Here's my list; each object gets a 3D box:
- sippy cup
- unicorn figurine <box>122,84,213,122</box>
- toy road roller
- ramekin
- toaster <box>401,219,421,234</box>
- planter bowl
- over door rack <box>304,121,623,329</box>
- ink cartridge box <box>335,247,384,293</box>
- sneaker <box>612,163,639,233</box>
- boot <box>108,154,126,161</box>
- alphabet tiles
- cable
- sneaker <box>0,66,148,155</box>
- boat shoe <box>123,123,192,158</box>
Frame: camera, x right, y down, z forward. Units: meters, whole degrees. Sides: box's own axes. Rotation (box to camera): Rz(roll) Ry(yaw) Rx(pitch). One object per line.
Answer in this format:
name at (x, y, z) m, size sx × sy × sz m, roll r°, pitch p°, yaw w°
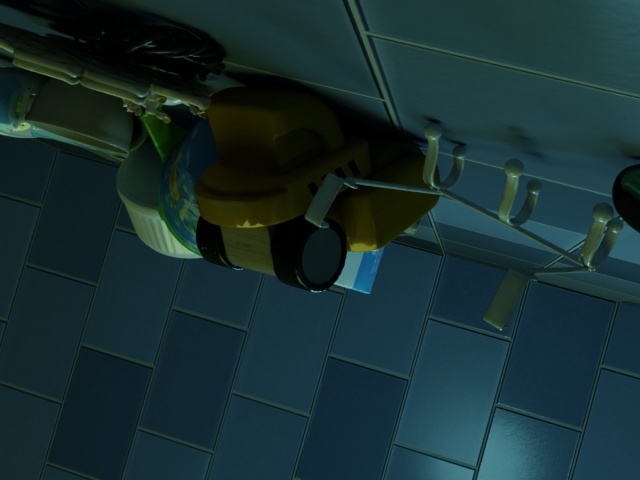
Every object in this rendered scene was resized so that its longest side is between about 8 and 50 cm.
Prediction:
sippy cup at (-0.136, -0.097, 1.393) m, size 0.305 × 0.240 × 0.224 m, roll 7°, pitch 168°, yaw -9°
unicorn figurine at (-0.191, -0.191, 1.192) m, size 0.161 × 0.060 × 0.111 m, roll 10°, pitch -163°, yaw -37°
toy road roller at (-0.014, -0.101, 1.168) m, size 0.202 × 0.241 × 0.329 m, roll 13°, pitch -146°, yaw 42°
ramekin at (-0.228, -0.079, 1.629) m, size 0.272 × 0.127 × 0.273 m, roll -2°, pitch -145°, yaw 1°
toaster at (0.079, -0.082, 1.446) m, size 0.168 × 0.110 × 0.185 m, roll 17°, pitch 178°, yaw -4°
planter bowl at (-0.356, -0.208, 1.373) m, size 0.162 × 0.109 × 0.162 m, roll 17°, pitch 177°, yaw 1°
over door rack at (0.179, -0.035, 0.978) m, size 0.239 × 0.108 × 0.324 m, roll 30°, pitch -155°, yaw 27°
ink cartridge box at (0.000, 0.000, 2.006) m, size 0.232 × 0.168 × 0.171 m, roll 18°, pitch 180°, yaw -29°
sneaker at (0.412, -0.027, 0.907) m, size 0.098 × 0.083 × 0.223 m, roll -1°, pitch -164°, yaw -45°
boot at (-0.421, -0.228, 2.026) m, size 0.197 × 0.077 × 0.137 m, roll 1°, pitch 169°, yaw 17°
alphabet tiles at (-0.266, -0.203, 1.037) m, size 0.277 × 0.021 × 0.284 m, roll 15°, pitch -167°, yaw -13°
cable at (-0.181, -0.206, 0.995) m, size 0.184 × 0.047 × 0.150 m, roll 13°, pitch 177°, yaw 44°
sneaker at (-0.438, -0.221, 1.509) m, size 0.318 × 0.127 × 0.208 m, roll 6°, pitch -175°, yaw -28°
boat shoe at (-0.324, -0.186, 1.754) m, size 0.320 × 0.118 × 0.103 m, roll 22°, pitch -175°, yaw -29°
